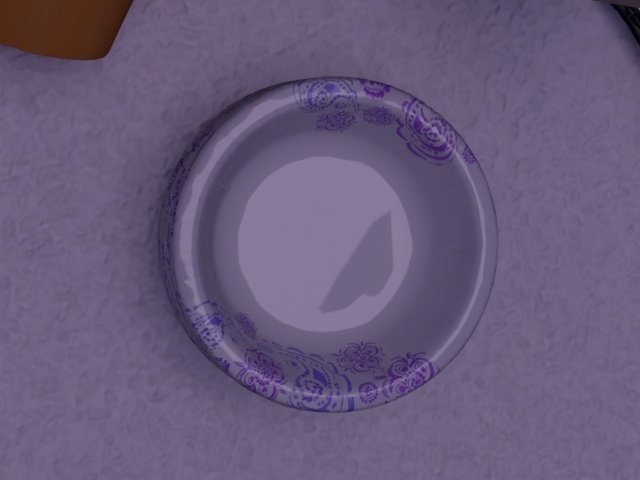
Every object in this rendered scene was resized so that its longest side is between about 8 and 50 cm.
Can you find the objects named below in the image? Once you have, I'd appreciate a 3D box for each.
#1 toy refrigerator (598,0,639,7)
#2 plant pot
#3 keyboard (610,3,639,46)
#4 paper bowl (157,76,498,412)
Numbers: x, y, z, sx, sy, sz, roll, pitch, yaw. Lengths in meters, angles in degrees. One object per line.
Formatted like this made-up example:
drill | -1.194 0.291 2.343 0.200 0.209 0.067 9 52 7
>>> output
toy refrigerator | 0.249 -0.321 1.458 0.102 0.094 0.269 5 92 -22
plant pot | -0.217 -0.256 1.543 0.205 0.205 0.188 11 107 -14
keyboard | 0.360 -0.226 1.760 0.201 0.033 0.317 -35 100 -16
paper bowl | 0.000 0.000 1.627 0.284 0.148 0.284 -1 95 -13
